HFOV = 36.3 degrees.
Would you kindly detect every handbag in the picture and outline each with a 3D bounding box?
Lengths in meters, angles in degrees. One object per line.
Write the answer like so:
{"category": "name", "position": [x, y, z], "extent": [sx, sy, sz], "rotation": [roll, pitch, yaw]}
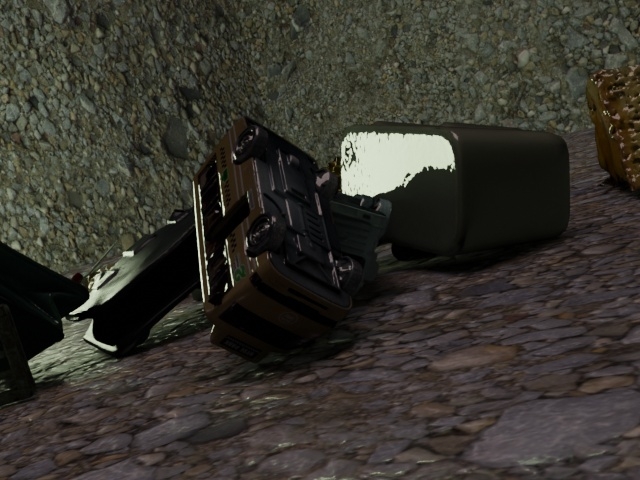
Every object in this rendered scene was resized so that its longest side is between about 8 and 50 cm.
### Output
{"category": "handbag", "position": [-0.500, 0.087, 1.433], "extent": [0.326, 0.238, 0.089], "rotation": [-27, 35, 53]}
{"category": "handbag", "position": [-0.243, 0.044, 1.540], "extent": [0.326, 0.118, 0.269], "rotation": [-41, 15, -19]}

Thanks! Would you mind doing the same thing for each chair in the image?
{"category": "chair", "position": [-0.517, 0.170, 1.338], "extent": [0.270, 0.136, 0.147], "rotation": [-17, 7, 2]}

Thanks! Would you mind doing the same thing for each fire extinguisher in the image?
{"category": "fire extinguisher", "position": [0.149, 0.001, 1.590], "extent": [0.056, 0.039, 0.132], "rotation": [7, 13, 17]}

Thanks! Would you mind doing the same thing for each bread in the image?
{"category": "bread", "position": [0.580, -0.138, 1.620], "extent": [0.248, 0.279, 0.315], "rotation": [-14, -36, 14]}

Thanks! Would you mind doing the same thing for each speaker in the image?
{"category": "speaker", "position": [0.187, -0.088, 1.464], "extent": [0.184, 0.183, 0.406], "rotation": [-4, 8, -21]}

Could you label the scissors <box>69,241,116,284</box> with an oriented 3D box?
{"category": "scissors", "position": [-0.510, 0.083, 2.098], "extent": [0.144, 0.017, 0.247], "rotation": [-52, 3, 30]}

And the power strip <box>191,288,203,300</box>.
{"category": "power strip", "position": [-0.159, 0.056, 1.853], "extent": [0.078, 0.052, 0.272], "rotation": [-13, 8, 27]}

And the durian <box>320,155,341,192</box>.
{"category": "durian", "position": [0.070, -0.047, 1.864], "extent": [0.193, 0.138, 0.237], "rotation": [-11, -39, -25]}

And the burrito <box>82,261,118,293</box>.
{"category": "burrito", "position": [-0.332, 0.059, 2.046], "extent": [0.348, 0.107, 0.175], "rotation": [-19, 23, -10]}

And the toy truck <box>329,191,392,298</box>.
{"category": "toy truck", "position": [0.000, 0.000, 1.397], "extent": [0.136, 0.162, 0.305], "rotation": [15, 2, -7]}

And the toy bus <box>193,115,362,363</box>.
{"category": "toy bus", "position": [-0.065, -0.004, 1.139], "extent": [0.157, 0.139, 0.289], "rotation": [-44, 37, 25]}
